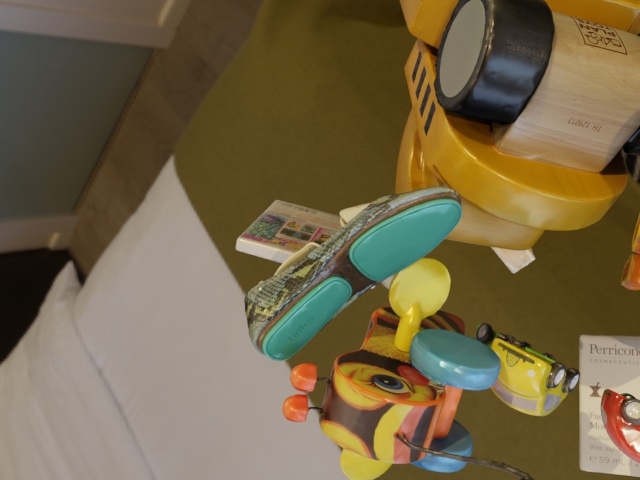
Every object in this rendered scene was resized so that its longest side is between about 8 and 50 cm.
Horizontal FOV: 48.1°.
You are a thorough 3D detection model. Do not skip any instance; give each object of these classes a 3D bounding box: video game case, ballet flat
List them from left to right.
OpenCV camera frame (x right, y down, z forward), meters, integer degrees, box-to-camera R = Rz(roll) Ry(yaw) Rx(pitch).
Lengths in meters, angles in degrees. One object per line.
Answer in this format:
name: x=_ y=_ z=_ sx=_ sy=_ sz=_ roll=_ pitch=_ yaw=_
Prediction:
video game case: x=0.000 y=0.000 z=0.823 sx=0.157 sy=0.143 sz=0.019 roll=16 pitch=114 yaw=9
ballet flat: x=0.017 y=0.011 z=0.539 sx=0.188 sy=0.070 sz=0.070 roll=-36 pitch=70 yaw=2

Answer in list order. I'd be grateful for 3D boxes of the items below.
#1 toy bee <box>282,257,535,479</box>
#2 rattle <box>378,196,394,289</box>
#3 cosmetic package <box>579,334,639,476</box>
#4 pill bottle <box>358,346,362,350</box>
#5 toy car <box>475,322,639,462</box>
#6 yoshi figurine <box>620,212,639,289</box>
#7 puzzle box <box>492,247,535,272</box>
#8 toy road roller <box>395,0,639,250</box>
toy bee: x=0.057 y=0.107 z=0.557 sx=0.162 sy=0.298 sz=0.195 roll=15 pitch=84 yaw=-3
rattle: x=0.136 y=0.037 z=1.077 sx=0.143 sy=0.130 sz=0.199 roll=10 pitch=138 yaw=51
cosmetic package: x=0.444 y=0.226 z=0.998 sx=0.151 sy=0.151 sz=0.183 roll=-2 pitch=80 yaw=24
pill bottle: x=0.085 y=0.206 z=0.992 sx=0.117 sy=0.117 sz=0.215 roll=59 pitch=157 yaw=17
toy car: x=0.215 y=0.136 z=0.688 sx=0.053 sy=0.239 sz=0.225 roll=-64 pitch=19 yaw=0
yoshi figurine: x=0.749 y=0.051 z=1.281 sx=0.362 sy=0.203 sz=0.203 roll=16 pitch=113 yaw=18
puzzle box: x=0.298 y=-0.134 z=1.419 sx=0.052 sy=0.409 sz=0.272 roll=-36 pitch=108 yaw=21
toy road roller: x=0.160 y=-0.142 z=0.645 sx=0.240 sy=0.203 sz=0.329 roll=114 pitch=160 yaw=-44
